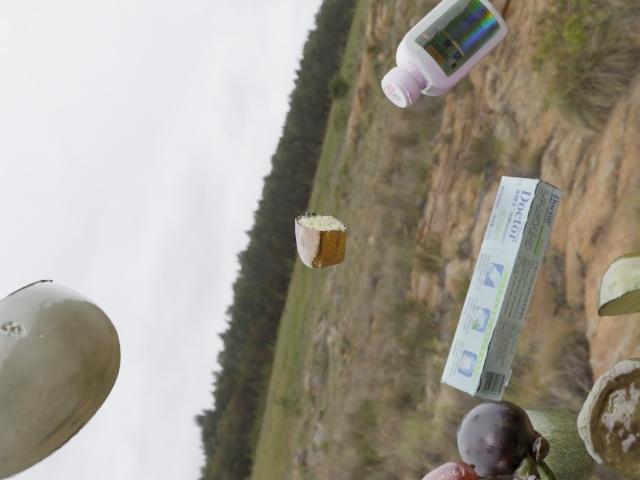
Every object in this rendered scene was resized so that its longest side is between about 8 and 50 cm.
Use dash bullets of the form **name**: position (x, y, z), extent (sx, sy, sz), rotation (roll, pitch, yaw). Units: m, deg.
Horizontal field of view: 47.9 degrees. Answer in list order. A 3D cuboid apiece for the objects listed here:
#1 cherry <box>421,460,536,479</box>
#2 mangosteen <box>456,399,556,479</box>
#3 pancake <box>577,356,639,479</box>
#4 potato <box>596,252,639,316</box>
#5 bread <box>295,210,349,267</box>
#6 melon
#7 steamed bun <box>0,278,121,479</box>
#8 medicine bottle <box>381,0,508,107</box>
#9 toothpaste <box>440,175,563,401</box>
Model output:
- **cherry**: position (0.288, 0.444, 1.329), extent (0.107, 0.226, 0.090), rotation (80, 177, -48)
- **mangosteen**: position (0.415, 0.459, 1.591), extent (0.194, 0.231, 0.194), rotation (-46, -28, -35)
- **pancake**: position (0.614, 0.341, 1.382), extent (0.042, 0.236, 0.222), rotation (20, -136, -85)
- **potato**: position (0.679, 0.087, 1.571), extent (0.271, 0.160, 0.111), rotation (47, -146, -68)
- **bread**: position (-0.001, 0.008, 1.940), extent (0.260, 0.129, 0.133), rotation (-118, 29, -76)
- **melon**: position (0.585, 0.575, 1.971), extent (0.248, 0.330, 0.248), rotation (-3, -90, -76)
- **steamed bun**: position (-0.436, 0.218, 1.058), extent (0.324, 0.206, 0.324), rotation (-40, -1, 0)
- **medicine bottle**: position (0.196, -0.310, 1.184), extent (0.219, 0.115, 0.078), rotation (-44, 3, -10)
- **toothpaste**: position (0.278, 0.071, 1.103), extent (0.081, 0.067, 0.336), rotation (16, 88, 57)
